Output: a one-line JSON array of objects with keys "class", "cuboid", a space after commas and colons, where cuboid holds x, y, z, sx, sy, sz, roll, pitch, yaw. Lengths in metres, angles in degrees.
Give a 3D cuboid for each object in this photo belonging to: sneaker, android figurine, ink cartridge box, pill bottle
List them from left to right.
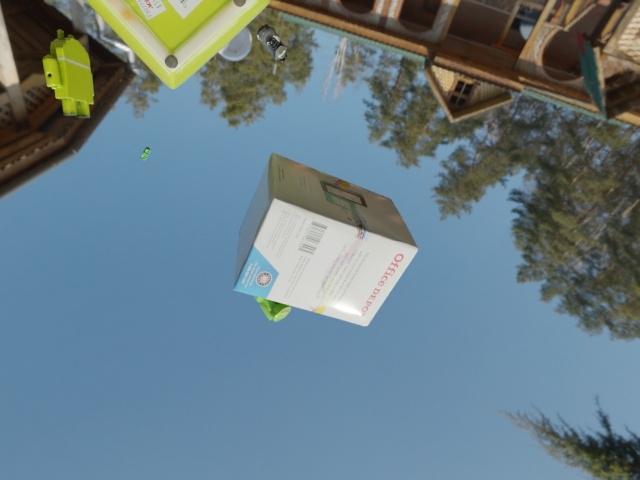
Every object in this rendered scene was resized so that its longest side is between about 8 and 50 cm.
[{"class": "android figurine", "cuboid": [-0.841, -0.559, 1.455, 0.056, 0.273, 0.248, -1, -167, 0]}, {"class": "pill bottle", "cuboid": [-0.291, -0.660, 1.429, 0.121, 0.121, 0.221, 5, -160, -13]}, {"class": "sneaker", "cuboid": [-0.186, -0.805, 1.772, 0.106, 0.078, 0.234, 52, -171, 4]}, {"class": "ink cartridge box", "cuboid": [0.000, 0.000, 0.813, 0.269, 0.198, 0.197, 19, -152, -18]}]

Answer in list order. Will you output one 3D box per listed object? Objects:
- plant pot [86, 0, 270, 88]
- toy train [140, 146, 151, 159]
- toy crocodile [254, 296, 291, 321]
[{"class": "plant pot", "cuboid": [-0.214, -0.369, 0.617, 0.228, 0.227, 0.207, 48, -174, -33]}, {"class": "toy train", "cuboid": [-0.730, -0.362, 1.795, 0.023, 0.083, 0.017, 17, -124, -35]}, {"class": "toy crocodile", "cuboid": [-0.120, 0.134, 1.302, 0.105, 0.341, 0.115, -25, -122, -39]}]
